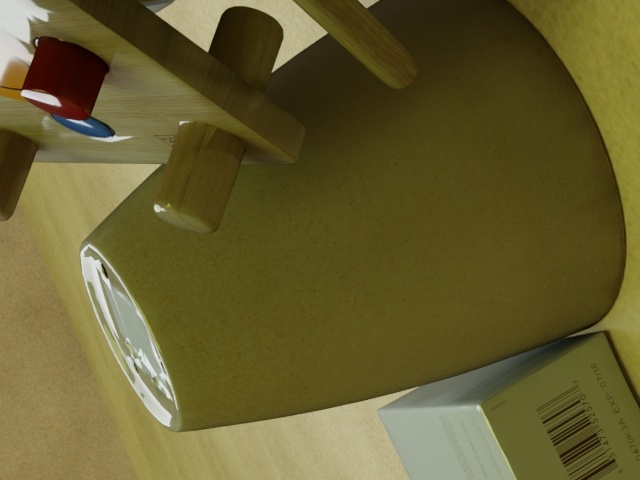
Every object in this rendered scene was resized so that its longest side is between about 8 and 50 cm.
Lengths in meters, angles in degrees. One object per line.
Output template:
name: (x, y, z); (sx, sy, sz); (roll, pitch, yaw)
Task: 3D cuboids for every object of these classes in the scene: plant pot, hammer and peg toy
plant pot: (0.000, 0.000, 0.861); (0.256, 0.274, 0.256); (50, 155, 34)
hammer and peg toy: (-0.130, -0.096, 0.700); (0.361, 0.127, 0.266); (4, 160, 40)

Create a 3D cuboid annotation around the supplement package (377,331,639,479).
supplement package: (0.132, 0.136, 0.941); (0.105, 0.105, 0.179); (63, 159, -2)

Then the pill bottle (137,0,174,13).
pill bottle: (-0.103, -0.242, 0.760); (0.188, 0.188, 0.334); (62, 161, 4)
